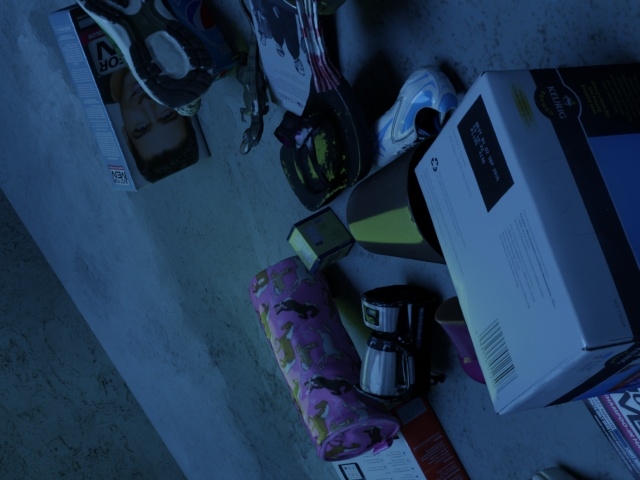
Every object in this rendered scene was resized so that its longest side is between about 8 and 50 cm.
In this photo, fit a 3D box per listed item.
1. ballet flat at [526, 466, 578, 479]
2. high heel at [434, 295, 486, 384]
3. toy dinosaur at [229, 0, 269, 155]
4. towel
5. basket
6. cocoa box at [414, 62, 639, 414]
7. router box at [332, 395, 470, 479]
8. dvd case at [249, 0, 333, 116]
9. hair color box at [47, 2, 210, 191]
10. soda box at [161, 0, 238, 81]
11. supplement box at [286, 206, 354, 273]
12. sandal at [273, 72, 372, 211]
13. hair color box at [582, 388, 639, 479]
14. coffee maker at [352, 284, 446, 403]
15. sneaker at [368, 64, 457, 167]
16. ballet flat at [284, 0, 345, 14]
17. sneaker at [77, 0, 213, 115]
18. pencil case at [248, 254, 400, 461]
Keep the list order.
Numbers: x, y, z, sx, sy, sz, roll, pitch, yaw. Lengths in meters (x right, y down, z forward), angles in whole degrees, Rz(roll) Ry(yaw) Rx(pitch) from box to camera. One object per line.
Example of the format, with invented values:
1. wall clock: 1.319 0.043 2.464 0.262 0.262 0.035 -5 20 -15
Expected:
1. ballet flat: 0.369 0.439 1.910 0.342 0.116 0.124 117 139 -61
2. high heel: 0.343 0.162 1.724 0.181 0.127 0.377 51 157 -25
3. toy dinosaur: -0.122 -0.286 2.078 0.118 0.064 0.268 -143 49 -81
4. towel: -0.030 -0.384 1.637 0.237 0.037 0.329 -103 -1 -70
5. basket: 0.146 -0.047 1.788 0.204 0.154 0.227 62 155 -8
6. cocoa box: 0.297 -0.004 1.400 0.231 0.228 0.347 123 135 -58
7. router box: 0.150 0.451 2.271 0.301 0.082 0.335 62 151 -1
8. dvd case: -0.042 -0.304 1.959 0.179 0.029 0.239 34 148 41
9. hair color box: -0.378 -0.305 2.358 0.113 0.185 0.374 9 122 55
10. soda box: -0.239 -0.393 2.182 0.210 0.067 0.071 59 151 4
11. supplement box: 0.000 0.000 2.121 0.083 0.083 0.056 54 151 16
12. sandal: -0.014 -0.134 1.919 0.167 0.107 0.446 59 163 10
13. hair color box: 0.488 0.190 1.483 0.174 0.105 0.347 56 150 9
14. coffee maker: 0.137 0.167 2.003 0.120 0.171 0.178 12 105 28
15. sneaker: 0.133 -0.166 1.762 0.086 0.085 0.237 64 153 18
16. ballet flat: -0.008 -0.385 1.797 0.221 0.077 0.079 21 103 49
17. sneaker: -0.332 -0.380 2.147 0.410 0.158 0.182 59 169 15
18. pencil case: 0.003 0.212 2.135 0.160 0.167 0.386 102 149 -53
